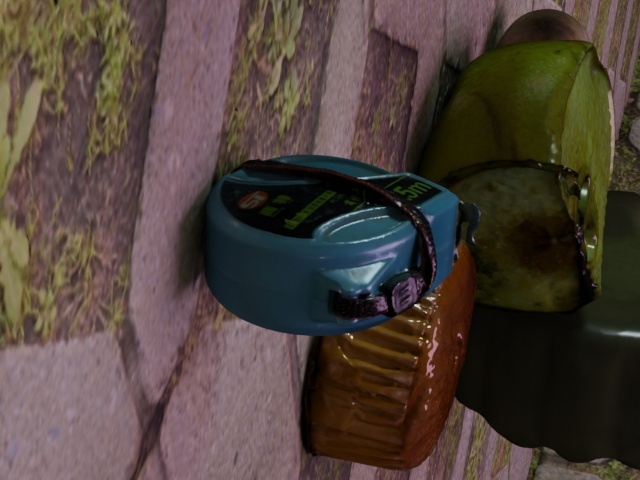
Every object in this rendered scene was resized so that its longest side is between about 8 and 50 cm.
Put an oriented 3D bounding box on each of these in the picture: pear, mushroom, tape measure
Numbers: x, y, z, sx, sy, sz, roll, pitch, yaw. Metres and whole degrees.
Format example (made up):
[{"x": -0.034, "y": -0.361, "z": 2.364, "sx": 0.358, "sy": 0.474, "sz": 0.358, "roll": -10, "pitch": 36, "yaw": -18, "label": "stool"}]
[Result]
[{"x": 0.182, "y": -0.095, "z": 1.712, "sx": 0.238, "sy": 0.164, "sz": 0.255, "roll": 64, "pitch": 32, "yaw": -53, "label": "pear"}, {"x": 0.237, "y": -0.159, "z": 1.952, "sx": 0.166, "sy": 0.127, "sz": 0.166, "roll": 18, "pitch": 90, "yaw": -79, "label": "mushroom"}, {"x": 0.000, "y": 0.000, "z": 1.037, "sx": 0.125, "sy": 0.146, "sz": 0.081, "roll": -35, "pitch": 135, "yaw": -49, "label": "tape measure"}]

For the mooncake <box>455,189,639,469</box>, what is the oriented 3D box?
[{"x": 0.290, "y": 0.093, "z": 1.907, "sx": 0.351, "sy": 0.351, "sz": 0.187, "roll": -58, "pitch": 158, "yaw": -58, "label": "mooncake"}]

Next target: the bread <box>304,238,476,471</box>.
[{"x": 0.062, "y": 0.084, "z": 1.442, "sx": 0.199, "sy": 0.104, "sz": 0.199, "roll": 13, "pitch": 90, "yaw": -79, "label": "bread"}]
